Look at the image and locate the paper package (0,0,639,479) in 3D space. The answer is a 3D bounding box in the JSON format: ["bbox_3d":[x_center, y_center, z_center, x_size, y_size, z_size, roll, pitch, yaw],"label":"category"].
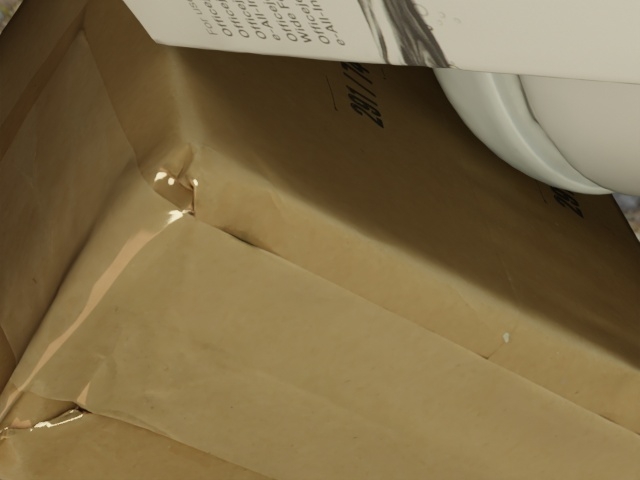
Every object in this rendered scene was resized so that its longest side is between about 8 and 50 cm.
[{"bbox_3d":[0.000,0.000,0.754,0.309,0.325,0.168,27,114,-27],"label":"paper package"}]

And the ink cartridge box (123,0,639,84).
[{"bbox_3d":[0.075,-0.173,0.502,0.307,0.223,0.129,10,149,42],"label":"ink cartridge box"}]

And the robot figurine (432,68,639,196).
[{"bbox_3d":[0.182,-0.115,0.666,0.300,0.200,0.353,11,176,-43],"label":"robot figurine"}]
